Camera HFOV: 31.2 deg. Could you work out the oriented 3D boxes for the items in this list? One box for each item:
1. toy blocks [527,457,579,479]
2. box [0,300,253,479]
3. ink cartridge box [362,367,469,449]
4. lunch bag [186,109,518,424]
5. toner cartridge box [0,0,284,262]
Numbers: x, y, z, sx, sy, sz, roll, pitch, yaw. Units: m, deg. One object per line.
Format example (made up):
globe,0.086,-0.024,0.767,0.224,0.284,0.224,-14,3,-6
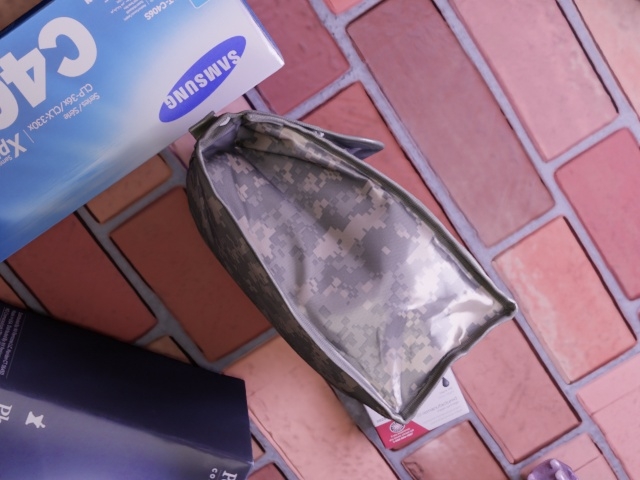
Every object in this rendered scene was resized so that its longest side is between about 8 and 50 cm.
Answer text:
toy blocks,0.141,0.348,1.140,0.309,0.288,0.260,-38,115,11
box,-0.254,0.252,1.118,0.294,0.183,0.296,19,107,-14
ink cartridge box,0.080,0.132,1.179,0.099,0.056,0.135,-26,111,3
lunch bag,0.000,0.000,1.003,0.169,0.235,0.287,-45,94,-8
toner cartridge box,-0.222,-0.133,1.039,0.348,0.075,0.165,-35,111,6
